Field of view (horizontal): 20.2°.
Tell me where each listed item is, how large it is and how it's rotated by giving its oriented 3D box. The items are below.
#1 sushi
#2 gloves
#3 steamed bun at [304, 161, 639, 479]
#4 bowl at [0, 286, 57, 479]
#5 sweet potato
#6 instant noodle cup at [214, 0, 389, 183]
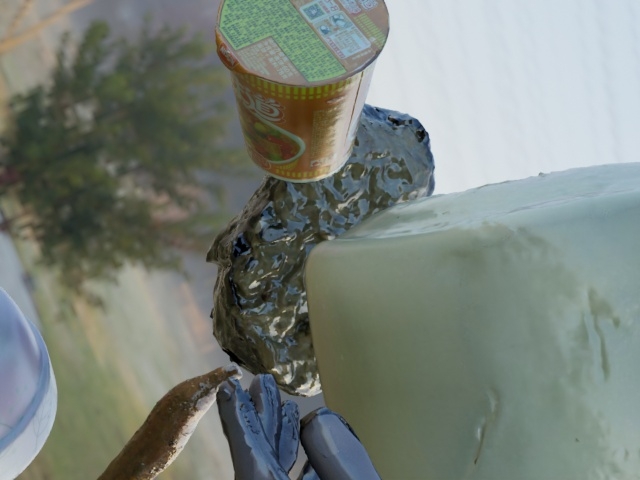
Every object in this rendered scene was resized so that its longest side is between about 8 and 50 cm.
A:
[{"bbox_3d":[0.000,0.000,2.060,0.211,0.350,0.171,29,-8,-8],"label":"sushi"},{"bbox_3d":[0.016,0.211,1.215,0.142,0.119,0.285,-43,-105,41],"label":"gloves"},{"bbox_3d":[0.233,0.116,1.686,0.290,0.456,0.371,162,-85,-82],"label":"steamed bun"},{"bbox_3d":[-0.395,0.113,1.648,0.287,0.287,0.143,-117,-163,-47],"label":"bowl"},{"bbox_3d":[-0.217,0.271,2.321,0.066,0.314,0.072,34,17,-19],"label":"sweet potato"},{"bbox_3d":[-0.020,-0.154,1.753,0.185,0.168,0.168,92,-23,-55],"label":"instant noodle cup"}]
